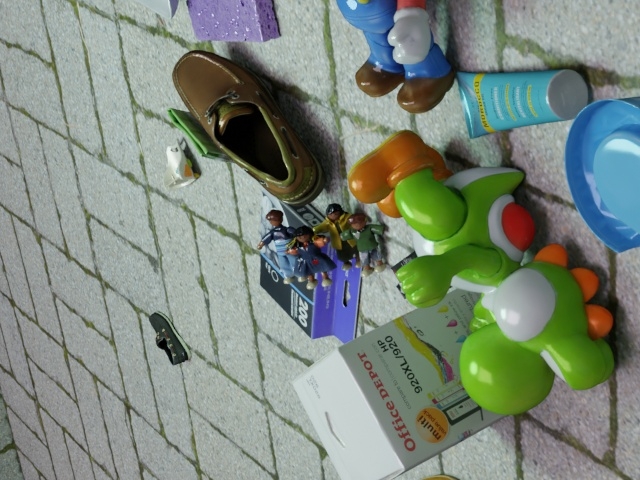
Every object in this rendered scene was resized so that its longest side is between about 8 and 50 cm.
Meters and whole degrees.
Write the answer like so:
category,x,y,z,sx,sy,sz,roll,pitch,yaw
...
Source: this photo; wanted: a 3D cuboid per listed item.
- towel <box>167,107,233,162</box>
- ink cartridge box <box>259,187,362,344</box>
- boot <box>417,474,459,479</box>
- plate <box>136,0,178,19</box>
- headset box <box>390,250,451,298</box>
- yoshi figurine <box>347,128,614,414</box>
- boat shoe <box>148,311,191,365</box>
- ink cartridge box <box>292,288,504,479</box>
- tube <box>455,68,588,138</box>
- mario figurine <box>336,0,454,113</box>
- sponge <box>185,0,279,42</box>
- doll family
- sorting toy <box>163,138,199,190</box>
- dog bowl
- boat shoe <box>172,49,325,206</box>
category,x,y,z,sx,sy,sz,roll,pitch,yaw
towel,-0.155,-0.150,1.927,0.113,0.152,0.023,48,112,30
ink cartridge box,-0.019,0.044,1.935,0.208,0.045,0.206,41,142,37
boot,0.135,0.420,1.769,0.295,0.211,0.104,-4,106,60
plate,-0.289,-0.505,1.971,0.277,0.045,0.278,37,141,54
headset box,0.135,0.043,1.630,0.062,0.083,0.032,56,-171,19
yoshi figurine,0.170,0.058,1.473,0.362,0.204,0.203,49,149,20
boat shoe,-0.308,0.194,2.535,0.133,0.042,0.049,50,149,30
ink cartridge box,0.120,0.187,1.604,0.171,0.233,0.168,61,151,11
tube,0.212,-0.155,1.403,0.207,0.052,0.080,5,105,65
mario figurine,0.030,-0.283,1.428,0.198,0.170,0.320,-6,129,27
sponge,-0.136,-0.350,1.861,0.210,0.031,0.117,16,123,56
doll family,0.000,0.000,1.789,0.076,0.193,0.111,-85,-23,-62
sorting toy,-0.245,-0.134,2.194,0.083,0.045,0.075,-26,81,62
dog bowl,0.361,-0.034,1.204,0.297,0.074,0.166,41,142,38
boat shoe,-0.113,-0.178,1.833,0.307,0.110,0.104,43,-172,21
